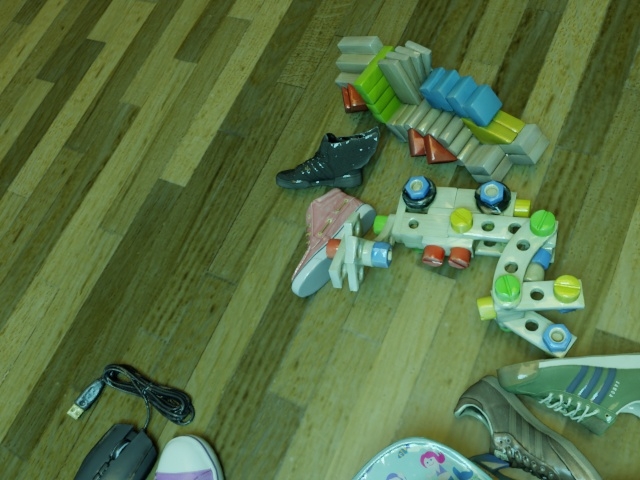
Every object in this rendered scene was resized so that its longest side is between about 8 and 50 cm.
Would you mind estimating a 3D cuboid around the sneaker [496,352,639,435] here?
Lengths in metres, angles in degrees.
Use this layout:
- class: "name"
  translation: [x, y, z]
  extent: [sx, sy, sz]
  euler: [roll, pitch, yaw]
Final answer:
- class: "sneaker"
  translation: [0.307, 0.182, 0.656]
  extent: [0.192, 0.064, 0.086]
  euler: [-2, 67, -7]

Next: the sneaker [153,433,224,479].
- class: "sneaker"
  translation: [-0.189, 0.376, 0.681]
  extent: [0.102, 0.161, 0.282]
  euler: [-11, 63, 13]

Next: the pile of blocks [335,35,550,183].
- class: "pile of blocks"
  translation: [0.149, -0.192, 0.844]
  extent: [0.362, 0.149, 0.113]
  euler: [32, 78, 26]

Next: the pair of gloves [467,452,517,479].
- class: "pair of gloves"
  translation: [0.177, 0.339, 0.667]
  extent: [0.159, 0.023, 0.198]
  euler: [21, 74, 22]

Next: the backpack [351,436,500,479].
- class: "backpack"
  translation: [0.126, 0.337, 0.575]
  extent: [0.253, 0.191, 0.225]
  euler: [38, 83, 30]

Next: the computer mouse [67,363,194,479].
- class: "computer mouse"
  translation: [-0.320, 0.303, 0.807]
  extent: [0.184, 0.060, 0.262]
  euler: [25, 75, 24]

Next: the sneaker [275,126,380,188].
- class: "sneaker"
  translation: [0.009, -0.130, 0.889]
  extent: [0.170, 0.089, 0.051]
  euler: [1, 26, 12]

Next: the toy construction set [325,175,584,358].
- class: "toy construction set"
  translation: [0.176, 0.020, 0.749]
  extent: [0.327, 0.151, 0.215]
  euler: [12, 68, 9]

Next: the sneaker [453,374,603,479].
- class: "sneaker"
  translation: [0.237, 0.243, 0.657]
  extent: [0.071, 0.066, 0.188]
  euler: [-33, 44, -13]

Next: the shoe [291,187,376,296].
- class: "shoe"
  translation: [0.000, 0.000, 0.853]
  extent: [0.081, 0.063, 0.178]
  euler: [34, 74, 28]
